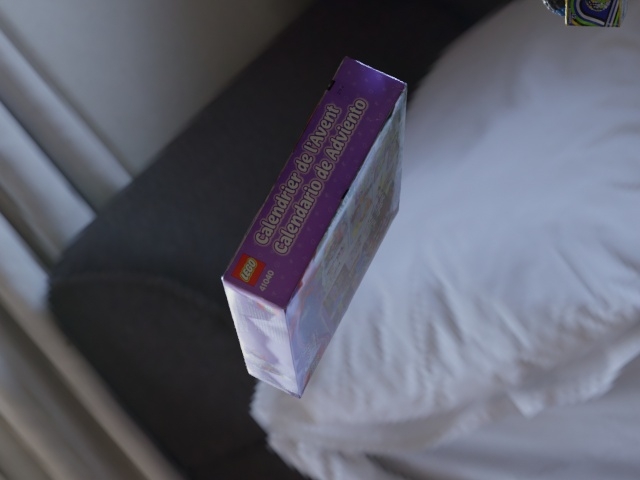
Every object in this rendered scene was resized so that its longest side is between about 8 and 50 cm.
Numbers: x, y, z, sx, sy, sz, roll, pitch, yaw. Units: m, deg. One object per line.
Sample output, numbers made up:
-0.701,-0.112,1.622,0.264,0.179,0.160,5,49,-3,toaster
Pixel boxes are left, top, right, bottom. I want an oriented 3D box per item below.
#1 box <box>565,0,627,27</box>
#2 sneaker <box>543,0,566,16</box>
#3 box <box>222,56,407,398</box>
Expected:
0.262,-0.290,1.552,0.054,0.169,0.059,3,24,17,box
0.303,-0.302,1.679,0.190,0.071,0.083,-35,40,9,sneaker
0.000,0.000,1.344,0.201,0.057,0.293,-62,-10,-16,box
